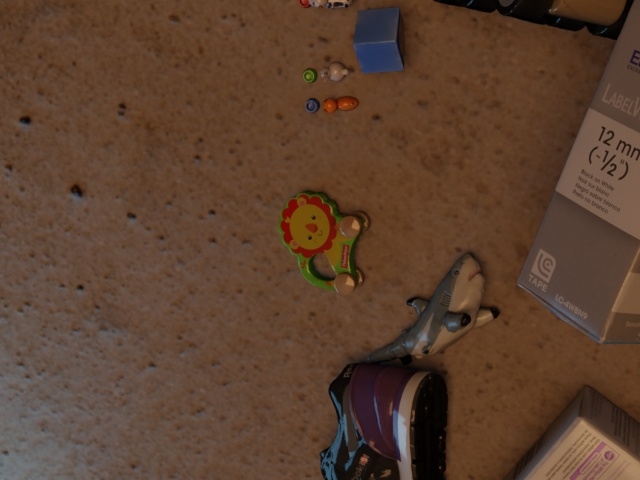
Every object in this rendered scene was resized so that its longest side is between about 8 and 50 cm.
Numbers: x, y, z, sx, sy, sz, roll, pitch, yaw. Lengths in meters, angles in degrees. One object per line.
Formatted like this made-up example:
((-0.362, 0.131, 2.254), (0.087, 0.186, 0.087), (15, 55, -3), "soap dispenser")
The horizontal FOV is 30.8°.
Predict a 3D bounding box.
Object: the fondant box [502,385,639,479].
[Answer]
((0.324, 0.345, 1.176), (0.330, 0.096, 0.238), (38, 110, 5), "fondant box")

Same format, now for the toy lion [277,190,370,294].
((0.000, 0.000, 1.221), (0.096, 0.034, 0.100), (11, 106, 20), "toy lion")

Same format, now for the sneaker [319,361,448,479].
((0.062, 0.265, 1.243), (0.124, 0.107, 0.283), (8, 102, 29), "sneaker")

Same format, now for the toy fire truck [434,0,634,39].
((0.221, -0.307, 0.995), (0.158, 0.217, 0.246), (7, 103, -19), "toy fire truck")

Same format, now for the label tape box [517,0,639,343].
((0.343, -0.085, 0.981), (0.115, 0.249, 0.348), (42, 118, 45), "label tape box")

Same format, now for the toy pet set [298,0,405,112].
((0.026, -0.185, 1.147), (0.114, 0.065, 0.122), (-1, 103, 16), "toy pet set")

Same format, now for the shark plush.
((0.116, 0.082, 1.211), (0.161, 0.073, 0.067), (-45, 68, 41), "shark plush")
